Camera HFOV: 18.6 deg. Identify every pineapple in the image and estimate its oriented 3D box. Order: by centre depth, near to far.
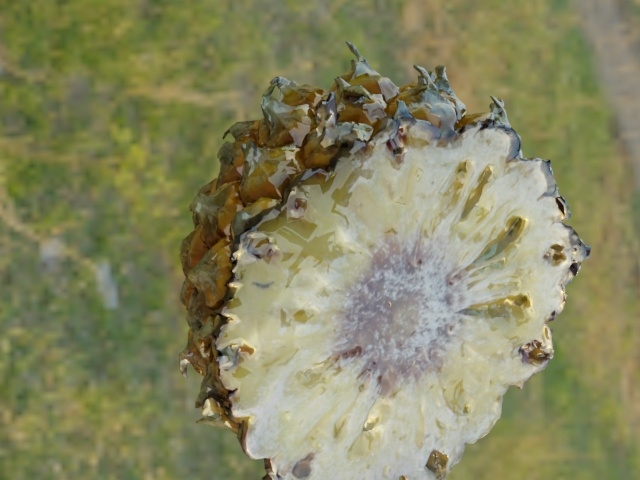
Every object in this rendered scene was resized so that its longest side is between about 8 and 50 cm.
[{"bbox_3d":[0.003,0.001,0.783,0.137,0.161,0.176,39,-48,54],"label":"pineapple"}]
